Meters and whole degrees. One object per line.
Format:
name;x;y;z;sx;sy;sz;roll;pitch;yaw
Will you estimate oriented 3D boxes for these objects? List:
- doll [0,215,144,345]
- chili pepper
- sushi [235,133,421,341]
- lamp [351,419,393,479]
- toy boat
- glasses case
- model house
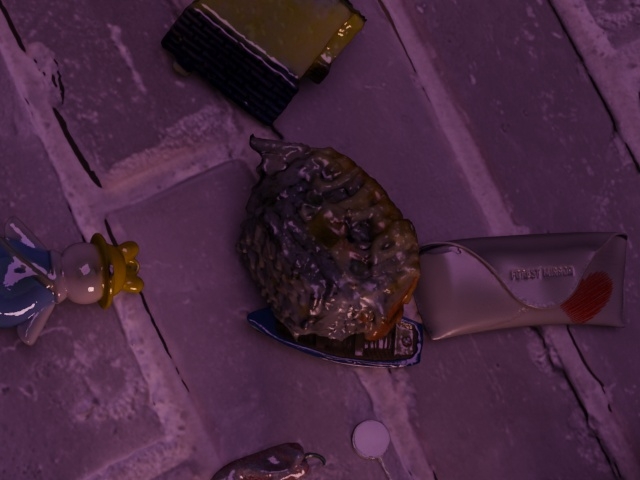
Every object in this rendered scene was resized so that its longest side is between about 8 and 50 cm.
doll;-0.331;0.046;1.740;0.241;0.099;0.135;-7;55;-16
chili pepper;-0.070;0.282;1.774;0.153;0.041;0.050;-19;61;-1
sushi;0.000;0.000;1.791;0.184;0.139;0.274;-23;66;-29
lamp;0.097;0.312;1.802;0.050;0.056;0.198;-23;79;-15
toy boat;0.016;0.116;1.832;0.229;0.046;0.080;8;76;-11
glasses case;0.269;0.055;1.887;0.308;0.083;0.128;-3;77;-14
model house;-0.075;-0.267;1.878;0.194;0.170;0.211;38;99;-9
